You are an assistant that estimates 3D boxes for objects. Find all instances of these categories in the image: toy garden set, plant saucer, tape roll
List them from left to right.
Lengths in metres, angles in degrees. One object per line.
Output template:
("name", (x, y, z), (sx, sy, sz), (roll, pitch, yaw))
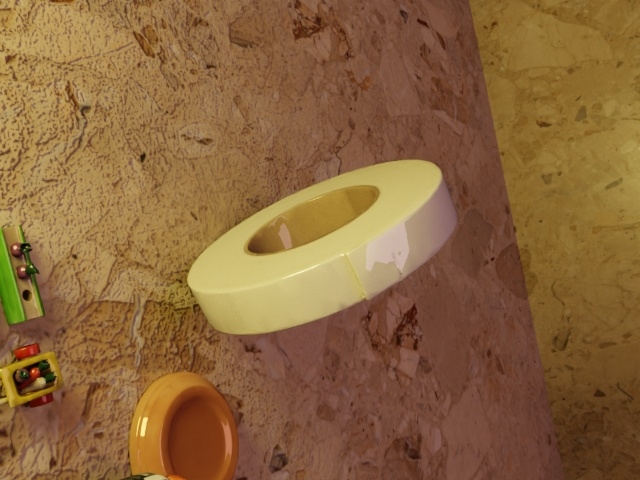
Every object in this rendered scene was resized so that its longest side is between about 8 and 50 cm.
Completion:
("toy garden set", (-0.371, 0.095, 0.799), (0.244, 0.049, 0.204), (-17, 93, -59))
("plant saucer", (-0.173, 0.276, 1.061), (0.200, 0.037, 0.200), (27, 57, -51))
("tape roll", (0.000, 0.000, 1.107), (0.392, 0.391, 0.072), (-48, 119, -54))

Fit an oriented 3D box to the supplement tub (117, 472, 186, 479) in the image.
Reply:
("supplement tub", (-0.226, 0.329, 0.878), (0.190, 0.116, 0.117), (1, 77, -58))
